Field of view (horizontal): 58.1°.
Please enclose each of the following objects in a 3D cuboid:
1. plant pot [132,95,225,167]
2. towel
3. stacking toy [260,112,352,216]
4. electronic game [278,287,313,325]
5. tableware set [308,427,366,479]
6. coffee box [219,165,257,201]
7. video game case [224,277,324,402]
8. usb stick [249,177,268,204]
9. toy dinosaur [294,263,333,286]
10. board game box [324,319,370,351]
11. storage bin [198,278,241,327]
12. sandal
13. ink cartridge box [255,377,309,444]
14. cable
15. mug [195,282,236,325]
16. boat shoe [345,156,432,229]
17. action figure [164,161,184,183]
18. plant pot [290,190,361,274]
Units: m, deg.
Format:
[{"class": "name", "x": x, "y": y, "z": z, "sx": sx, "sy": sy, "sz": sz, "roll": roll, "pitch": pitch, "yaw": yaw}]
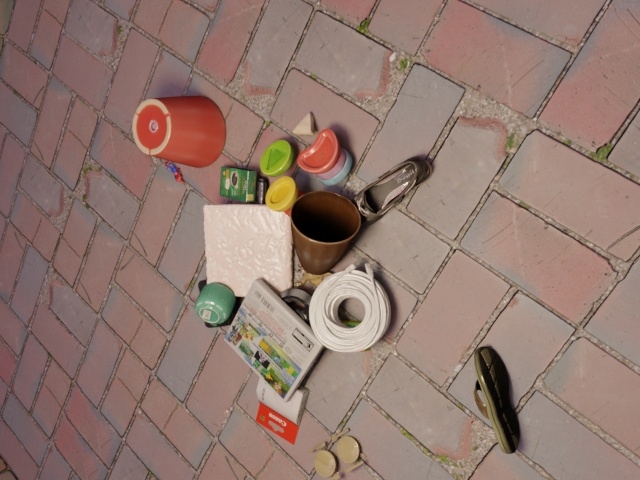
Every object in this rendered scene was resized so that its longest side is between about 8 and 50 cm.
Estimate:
[{"class": "plant pot", "x": -0.521, "y": -0.401, "z": 2.082, "sx": 0.274, "sy": 0.243, "sz": 0.275, "roll": 3, "pitch": 96, "yaw": 31}, {"class": "towel", "x": -0.248, "y": 0.037, "z": 2.005, "sx": 0.316, "sy": 0.053, "sz": 0.332, "roll": 3, "pitch": 102, "yaw": 11}, {"class": "stacking toy", "x": -0.047, "y": -0.238, "z": 1.895, "sx": 0.309, "sy": 0.130, "sz": 0.280, "roll": -38, "pitch": 48, "yaw": 16}, {"class": "electronic game", "x": -0.073, "y": 0.271, "z": 1.941, "sx": 0.229, "sy": 0.048, "sz": 0.229, "roll": 8, "pitch": 104, "yaw": 35}, {"class": "tableware set", "x": 0.061, "y": 0.732, "z": 1.951, "sx": 0.194, "sy": 0.039, "sz": 0.128, "roll": -38, "pitch": 63, "yaw": 23}, {"class": "coffee box", "x": -0.295, "y": -0.202, "z": 2.051, "sx": 0.184, "sy": 0.040, "sz": 0.113, "roll": 14, "pitch": 103, "yaw": 48}, {"class": "video game case", "x": -0.165, "y": 0.343, "z": 1.970, "sx": 0.329, "sy": 0.036, "sz": 0.300, "roll": 41, "pitch": 121, "yaw": 20}, {"class": "usb stick", "x": -0.222, "y": -0.082, "z": 2.043, "sx": 0.077, "sy": 0.045, "sz": 0.278, "roll": 9, "pitch": 99, "yaw": 38}, {"class": "toy dinosaur", "x": -0.018, "y": 0.107, "z": 1.941, "sx": 0.183, "sy": 0.053, "sz": 0.093, "roll": -17, "pitch": 102, "yaw": 37}, {"class": "board game box", "x": 0.072, "y": 0.311, "z": 1.898, "sx": 0.181, "sy": 0.043, "sz": 0.092, "roll": -1, "pitch": 94, "yaw": 32}, {"class": "storage bin", "x": -0.374, "y": 0.227, "z": 2.144, "sx": 0.122, "sy": 0.084, "sz": 0.180, "roll": -10, "pitch": 88, "yaw": 32}, {"class": "sandal", "x": 0.478, "y": 0.452, "z": 1.623, "sx": 0.086, "sy": 0.120, "sz": 0.303, "roll": -15, "pitch": 87, "yaw": 46}, {"class": "ink cartridge box", "x": -0.152, "y": 0.598, "z": 2.060, "sx": 0.189, "sy": 0.066, "sz": 0.232, "roll": 23, "pitch": 102, "yaw": 28}, {"class": "cable", "x": 0.092, "y": 0.221, "z": 1.805, "sx": 0.257, "sy": 0.089, "sz": 0.257, "roll": -26, "pitch": 75, "yaw": 10}, {"class": "mug", "x": -0.363, "y": 0.238, "z": 2.008, "sx": 0.129, "sy": 0.097, "sz": 0.158, "roll": -18, "pitch": 120, "yaw": 27}, {"class": "boat shoe", "x": 0.185, "y": -0.144, "z": 1.753, "sx": 0.335, "sy": 0.095, "sz": 0.112, "roll": -37, "pitch": 75, "yaw": 29}, {"class": "action figure", "x": -0.567, "y": -0.268, "z": 2.249, "sx": 0.038, "sy": 0.030, "sz": 0.115, "roll": -42, "pitch": 78, "yaw": 33}, {"class": "plant pot", "x": 0.000, "y": 0.000, "z": 1.813, "sx": 0.215, "sy": 0.215, "sz": 0.230, "roll": 41, "pitch": 145, "yaw": 22}]
